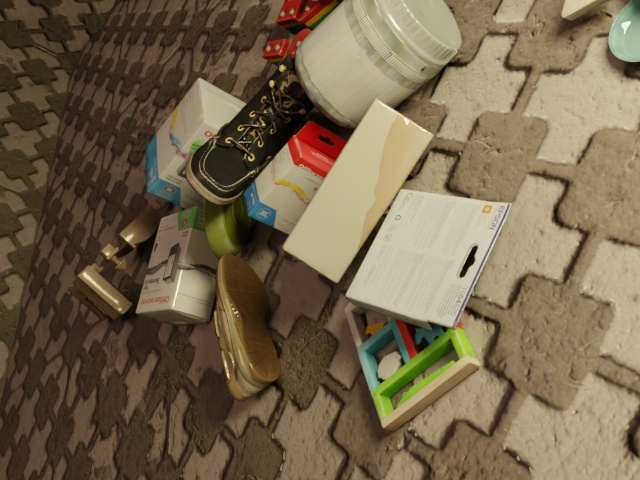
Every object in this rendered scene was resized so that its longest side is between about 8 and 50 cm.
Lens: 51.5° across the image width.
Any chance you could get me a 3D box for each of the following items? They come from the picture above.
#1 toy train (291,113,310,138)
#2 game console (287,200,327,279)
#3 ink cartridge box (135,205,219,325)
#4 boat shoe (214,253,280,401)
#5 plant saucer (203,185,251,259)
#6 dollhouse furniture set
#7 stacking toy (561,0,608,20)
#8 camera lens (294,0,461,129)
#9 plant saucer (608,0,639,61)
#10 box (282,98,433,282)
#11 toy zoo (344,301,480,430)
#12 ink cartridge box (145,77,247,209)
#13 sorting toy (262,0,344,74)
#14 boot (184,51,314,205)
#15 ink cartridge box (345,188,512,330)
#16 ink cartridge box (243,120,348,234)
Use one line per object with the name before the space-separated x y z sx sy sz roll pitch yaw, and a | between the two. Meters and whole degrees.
toy train | -0.081 -0.279 1.623 0.166 0.046 0.125 12 90 52
game console | 0.000 0.000 1.329 0.122 0.071 0.107 -61 35 7
ink cartridge box | -0.349 0.069 1.699 0.198 0.115 0.272 -12 61 49
boat shoe | -0.182 0.175 1.419 0.110 0.122 0.341 -43 42 27
plant saucer | -0.207 -0.071 1.543 0.037 0.241 0.241 -1 65 14
dollhouse furniture set | -0.574 0.061 2.063 0.355 0.174 0.303 -51 12 -32
stacking toy | 0.495 -0.474 0.973 0.309 0.130 0.279 0 89 58
camera lens | 0.102 -0.364 1.280 0.274 0.219 0.219 -35 46 36
plant saucer | 0.471 -0.303 0.941 0.119 0.021 0.119 -30 48 40
box | 0.068 -0.091 1.205 0.311 0.121 0.148 -58 -2 13
toy zoo | 0.135 0.140 1.109 0.192 0.030 0.293 -45 40 26
ink cartridge box | -0.305 -0.240 1.752 0.270 0.198 0.197 -44 40 29
sorting toy | -0.031 -0.524 1.657 0.255 0.089 0.257 16 83 54
boot | -0.123 -0.246 1.415 0.284 0.138 0.377 -43 6 29
ink cartridge box | 0.176 0.028 1.062 0.224 0.045 0.223 13 69 46
ink cartridge box | -0.040 -0.126 1.398 0.231 0.134 0.078 -45 39 27
